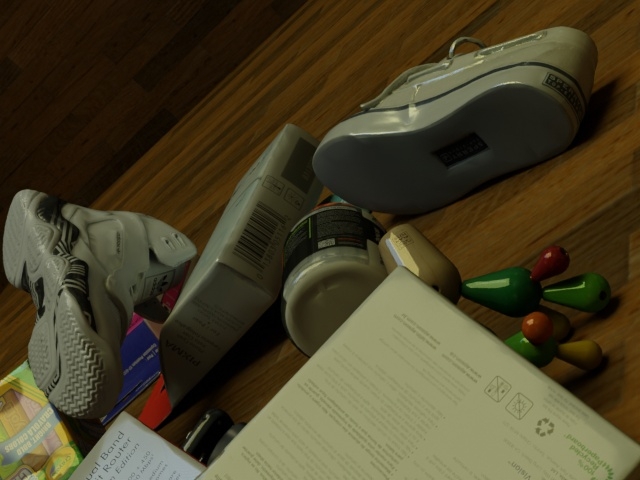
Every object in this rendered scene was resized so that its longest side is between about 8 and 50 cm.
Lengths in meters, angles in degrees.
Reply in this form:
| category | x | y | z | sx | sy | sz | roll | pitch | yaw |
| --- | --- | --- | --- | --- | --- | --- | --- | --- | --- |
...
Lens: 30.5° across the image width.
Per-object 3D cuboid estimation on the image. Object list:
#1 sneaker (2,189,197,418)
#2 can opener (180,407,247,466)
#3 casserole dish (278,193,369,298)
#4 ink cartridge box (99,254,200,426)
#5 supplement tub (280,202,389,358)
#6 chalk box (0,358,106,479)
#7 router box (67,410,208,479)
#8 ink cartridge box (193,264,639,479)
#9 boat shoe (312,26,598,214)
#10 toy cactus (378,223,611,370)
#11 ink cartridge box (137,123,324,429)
| category | x | y | z | sx | sy | sz | roll | pitch | yaw |
| --- | --- | --- | --- | --- | --- | --- | --- | --- | --- |
| sneaker | -0.241 | 0.068 | 1.394 | 0.366 | 0.210 | 0.137 | 56 | 132 | 47 |
| can opener | -0.142 | 0.251 | 1.183 | 0.186 | 0.059 | 0.073 | -52 | 16 | -14 |
| casserole dish | 0.000 | 0.000 | 1.456 | 0.114 | 0.037 | 0.188 | -26 | 27 | 56 |
| ink cartridge box | -0.292 | 0.145 | 1.852 | 0.176 | 0.069 | 0.371 | -42 | 19 | 21 |
| supplement tub | 0.019 | 0.035 | 1.167 | 0.117 | 0.117 | 0.190 | -44 | 16 | 15 |
| chalk box | -0.310 | 0.269 | 1.351 | 0.132 | 0.213 | 0.132 | -38 | -28 | 0 |
| router box | -0.151 | 0.319 | 0.825 | 0.301 | 0.082 | 0.335 | 18 | 66 | 51 |
| ink cartridge box | 0.049 | 0.154 | 0.717 | 0.224 | 0.045 | 0.223 | -45 | 48 | -6 |
| boat shoe | 0.142 | -0.143 | 1.238 | 0.367 | 0.136 | 0.156 | -22 | 30 | 52 |
| toy cactus | 0.093 | 0.061 | 0.848 | 0.219 | 0.112 | 0.180 | -37 | 57 | 6 |
| ink cartridge box | -0.148 | 0.062 | 1.531 | 0.385 | 0.091 | 0.308 | -45 | 15 | 37 |
